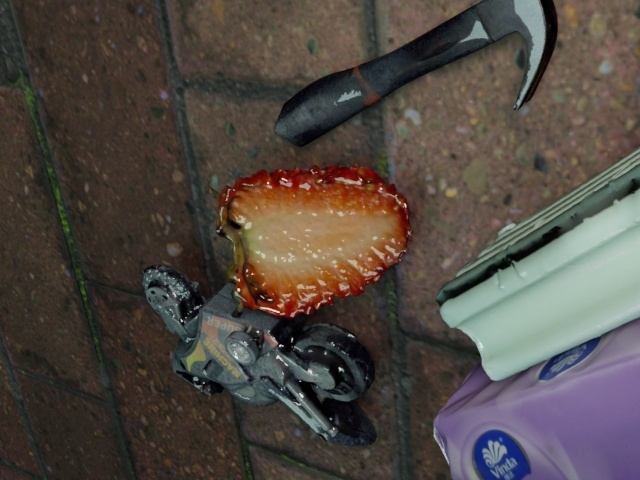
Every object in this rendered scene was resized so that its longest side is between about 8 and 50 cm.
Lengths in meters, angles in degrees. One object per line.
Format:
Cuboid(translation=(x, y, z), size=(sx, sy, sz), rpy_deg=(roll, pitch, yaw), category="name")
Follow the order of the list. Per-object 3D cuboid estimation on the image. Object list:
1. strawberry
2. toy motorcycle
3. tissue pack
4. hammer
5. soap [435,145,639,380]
Cuboid(translation=(0.000, -0.002, 0.831), size=(0.208, 0.087, 0.167), rpy_deg=(-1, 115, 19), category="strawberry")
Cuboid(translation=(-0.073, 0.126, 0.949), size=(0.307, 0.108, 0.173), rpy_deg=(20, 135, 25), category="toy motorcycle")
Cuboid(translation=(0.275, 0.162, 0.635), size=(0.242, 0.160, 0.338), rpy_deg=(50, 144, -1), category="tissue pack")
Cuboid(translation=(0.069, -0.142, 0.720), size=(0.289, 0.037, 0.137), rpy_deg=(-23, 100, 42), category="hammer")
Cuboid(translation=(0.217, -0.001, 0.617), size=(0.094, 0.150, 0.261), rpy_deg=(53, 135, 2), category="soap")
